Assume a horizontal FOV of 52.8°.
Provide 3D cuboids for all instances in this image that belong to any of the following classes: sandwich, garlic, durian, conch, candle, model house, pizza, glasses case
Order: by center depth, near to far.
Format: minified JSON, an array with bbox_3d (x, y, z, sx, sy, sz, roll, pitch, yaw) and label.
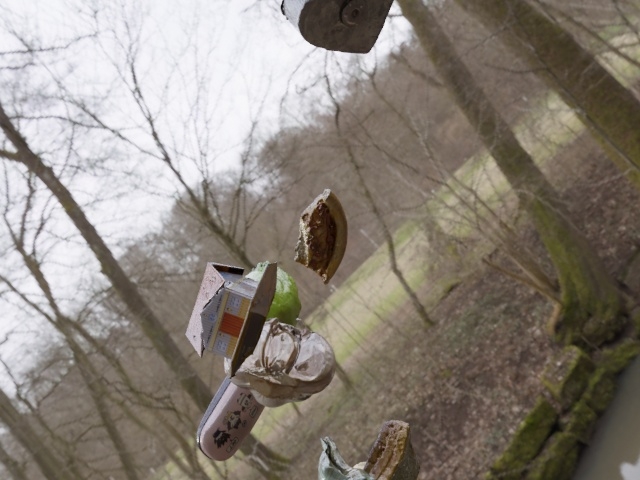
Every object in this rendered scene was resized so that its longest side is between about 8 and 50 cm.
[{"bbox_3d":[0.042,-0.379,1.050,0.192,0.068,0.168,-31,-34,3],"label":"candle"},{"bbox_3d":[-0.173,0.115,1.190,0.207,0.135,0.219,-39,-33,-76],"label":"model house"},{"bbox_3d":[-0.079,0.266,1.338,0.178,0.229,0.143,-70,-20,-53],"label":"garlic"},{"bbox_3d":[0.041,0.556,1.476,0.114,0.234,0.137,-58,-33,-3],"label":"conch"},{"bbox_3d":[-0.184,0.372,1.536,0.075,0.122,0.314,5,51,39],"label":"glasses case"},{"bbox_3d":[0.006,-0.004,1.626,0.134,0.056,0.271,-2,-61,-28],"label":"pizza"},{"bbox_3d":[0.176,0.606,1.649,0.226,0.087,0.251,-53,-34,-25],"label":"sandwich"},{"bbox_3d":[-0.171,0.218,1.805,0.256,0.204,0.340,-54,12,8],"label":"durian"}]

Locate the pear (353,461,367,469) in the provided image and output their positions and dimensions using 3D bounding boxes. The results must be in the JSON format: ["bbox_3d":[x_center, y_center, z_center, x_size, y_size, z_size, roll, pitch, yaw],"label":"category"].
[{"bbox_3d":[0.164,0.771,2.008,0.178,0.178,0.178,-44,-6,-5],"label":"pear"}]
